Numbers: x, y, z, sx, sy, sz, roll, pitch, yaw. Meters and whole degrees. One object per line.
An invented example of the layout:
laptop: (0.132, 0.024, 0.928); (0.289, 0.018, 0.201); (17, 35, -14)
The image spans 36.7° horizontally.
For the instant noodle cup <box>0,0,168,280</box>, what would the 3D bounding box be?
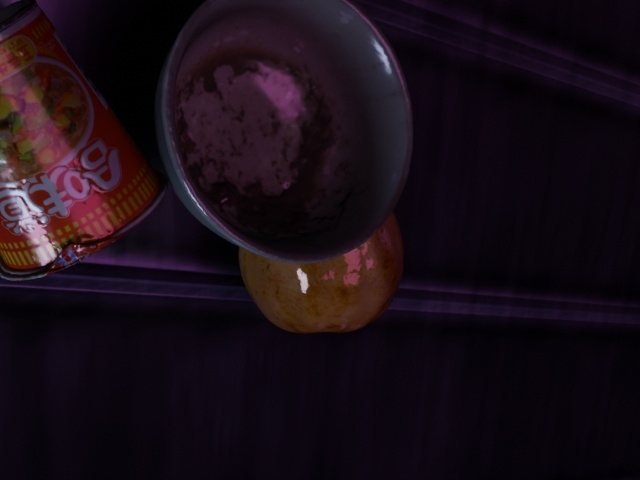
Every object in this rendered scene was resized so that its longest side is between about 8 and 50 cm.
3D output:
instant noodle cup: (-0.273, -0.101, 0.902); (0.193, 0.193, 0.212); (-37, 119, -22)

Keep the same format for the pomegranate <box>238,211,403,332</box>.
pomegranate: (0.004, 0.016, 1.149); (0.207, 0.207, 0.207); (-16, 117, -34)

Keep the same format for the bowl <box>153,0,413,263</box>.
bowl: (-0.058, -0.118, 0.998); (0.289, 0.146, 0.289); (1, 88, -34)
